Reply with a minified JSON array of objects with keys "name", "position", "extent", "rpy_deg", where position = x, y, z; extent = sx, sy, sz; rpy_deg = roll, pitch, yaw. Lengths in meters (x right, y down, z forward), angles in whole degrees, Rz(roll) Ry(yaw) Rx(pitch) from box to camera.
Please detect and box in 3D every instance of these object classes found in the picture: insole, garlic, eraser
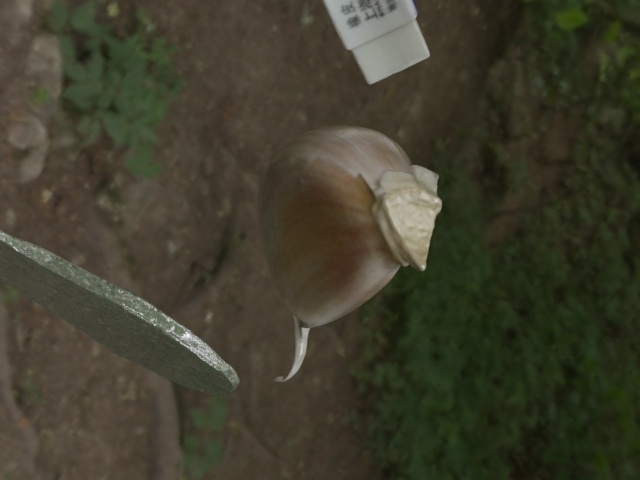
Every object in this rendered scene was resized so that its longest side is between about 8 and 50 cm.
[{"name":"insole","position":[-0.121,0.020,0.524],"extent":[0.010,0.192,0.063],"rpy_deg":[-62,-169,-28]},{"name":"garlic","position":[0.000,0.000,0.940],"extent":[0.266,0.128,0.148],"rpy_deg":[120,-9,-55]},{"name":"eraser","position":[0.015,-0.286,1.055],"extent":[0.081,0.124,0.279],"rpy_deg":[-25,138,8]}]
